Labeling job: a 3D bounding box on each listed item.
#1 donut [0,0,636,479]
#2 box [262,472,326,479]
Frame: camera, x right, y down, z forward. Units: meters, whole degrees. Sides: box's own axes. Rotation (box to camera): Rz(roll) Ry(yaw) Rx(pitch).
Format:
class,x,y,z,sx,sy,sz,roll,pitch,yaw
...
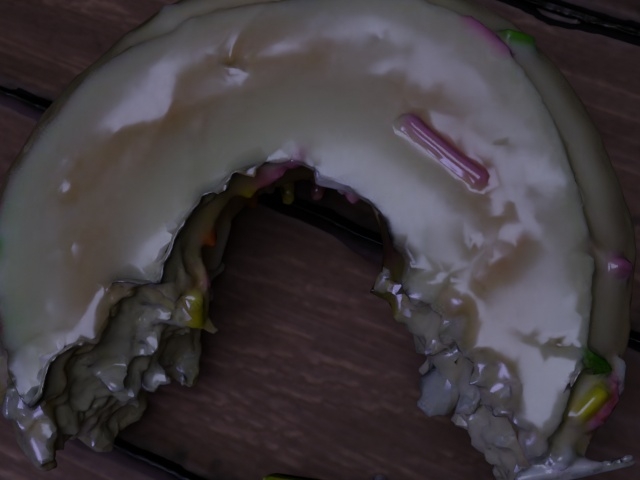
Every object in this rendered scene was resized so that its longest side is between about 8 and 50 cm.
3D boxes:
class,x,y,z,sx,sy,sz,roll,pitch,yaw
donut,-0.007,-0.007,0.656,0.371,0.150,0.307,1,76,10
box,0.022,0.253,0.632,0.141,0.064,0.219,6,79,12
